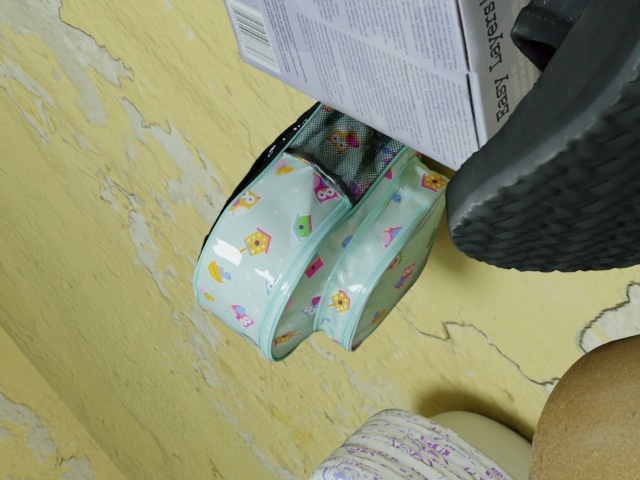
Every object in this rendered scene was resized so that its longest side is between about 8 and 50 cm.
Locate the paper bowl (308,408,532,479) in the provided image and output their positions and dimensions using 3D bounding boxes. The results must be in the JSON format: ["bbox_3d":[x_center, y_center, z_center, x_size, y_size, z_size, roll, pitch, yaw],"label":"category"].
[{"bbox_3d":[0.134,0.266,1.243,0.284,0.148,0.284,39,154,23],"label":"paper bowl"}]

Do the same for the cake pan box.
[{"bbox_3d":[0.020,-0.180,0.879,0.245,0.070,0.267,32,151,40],"label":"cake pan box"}]

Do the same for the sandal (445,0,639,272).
[{"bbox_3d":[0.160,-0.093,0.537,0.446,0.167,0.107,113,157,-67],"label":"sandal"}]

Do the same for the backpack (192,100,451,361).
[{"bbox_3d":[0.000,0.000,1.028,0.144,0.188,0.166,43,155,15],"label":"backpack"}]

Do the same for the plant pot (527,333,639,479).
[{"bbox_3d":[0.278,0.124,0.727,0.237,0.237,0.254,51,142,-3],"label":"plant pot"}]
